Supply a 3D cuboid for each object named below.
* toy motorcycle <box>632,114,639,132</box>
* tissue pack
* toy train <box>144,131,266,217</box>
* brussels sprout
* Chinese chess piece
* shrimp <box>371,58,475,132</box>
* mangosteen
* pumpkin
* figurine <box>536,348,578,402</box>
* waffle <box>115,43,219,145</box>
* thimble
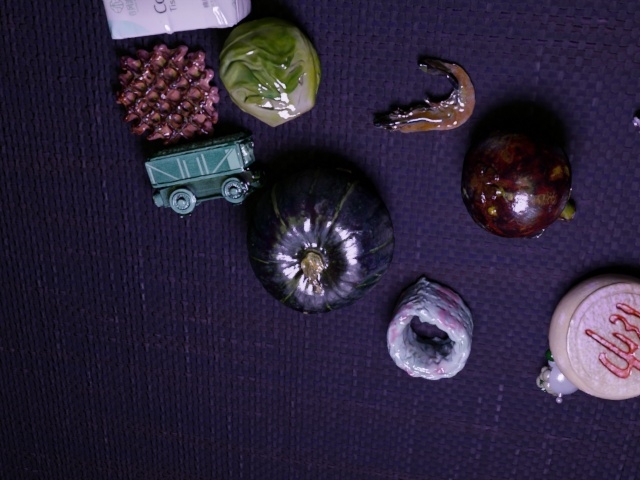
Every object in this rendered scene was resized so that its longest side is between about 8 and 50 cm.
[{"bbox_3d":[0.693,-0.175,1.624,0.122,0.082,0.213,-32,93,19],"label":"toy motorcycle"},{"bbox_3d":[-0.295,-0.586,1.564,0.266,0.194,0.356,-3,115,12],"label":"tissue pack"},{"bbox_3d":[-0.254,-0.147,1.818,0.270,0.115,0.154,-9,105,16],"label":"toy train"},{"bbox_3d":[-0.100,-0.347,1.666,0.223,0.161,0.223,-3,107,-10],"label":"brussels sprout"},{"bbox_3d":[0.627,0.205,1.752,0.270,0.112,0.269,0,95,-4],"label":"Chinese chess piece"},{"bbox_3d":[0.206,-0.292,1.683,0.219,0.046,0.152,-10,114,12],"label":"shrimp"},{"bbox_3d":[0.418,-0.112,1.658,0.289,0.231,0.231,11,127,-41],"label":"mangosteen"},{"bbox_3d":[0.000,0.000,1.757,0.323,0.241,0.323,4,110,11],"label":"pumpkin"},{"bbox_3d":[0.567,0.271,1.855,0.147,0.093,0.197,27,92,-35],"label":"figurine"},{"bbox_3d":[-0.336,-0.318,1.783,0.234,0.055,0.221,-3,112,9],"label":"waffle"},{"bbox_3d":[0.247,0.199,1.857,0.185,0.149,0.211,-12,112,19],"label":"thimble"}]
